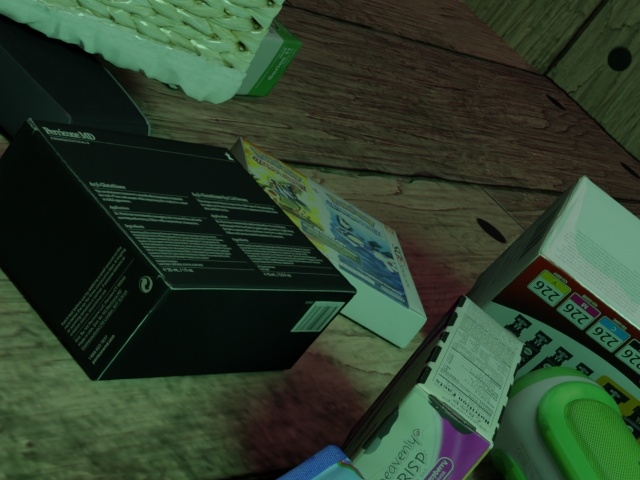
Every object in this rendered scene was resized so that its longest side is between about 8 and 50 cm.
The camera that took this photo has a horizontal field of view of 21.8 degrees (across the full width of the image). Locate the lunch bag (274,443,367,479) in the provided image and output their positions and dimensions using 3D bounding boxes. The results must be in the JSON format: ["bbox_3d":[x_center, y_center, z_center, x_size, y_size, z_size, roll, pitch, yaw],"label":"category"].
[{"bbox_3d":[-0.021,0.258,0.862,0.221,0.138,0.293,45,25,16],"label":"lunch bag"}]

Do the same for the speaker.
[{"bbox_3d":[0.239,0.236,1.394,0.131,0.131,0.296,27,22,-31],"label":"speaker"}]

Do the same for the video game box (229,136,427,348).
[{"bbox_3d":[0.000,0.000,1.629,0.205,0.048,0.187,31,17,-22],"label":"video game box"}]

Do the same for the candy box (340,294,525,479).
[{"bbox_3d":[0.070,0.147,1.231,0.071,0.159,0.233,38,19,2],"label":"candy box"}]

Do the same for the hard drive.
[{"bbox_3d":[-0.271,-0.164,1.493,0.254,0.054,0.172,45,19,19],"label":"hard drive"}]

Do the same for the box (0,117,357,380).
[{"bbox_3d":[-0.119,0.009,1.294,0.184,0.103,0.261,50,22,23],"label":"box"}]

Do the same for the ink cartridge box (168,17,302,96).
[{"bbox_3d":[-0.139,-0.243,1.876,0.153,0.087,0.208,44,20,18],"label":"ink cartridge box"}]

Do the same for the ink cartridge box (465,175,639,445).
[{"bbox_3d":[0.288,0.134,1.645,0.309,0.272,0.130,37,49,-2],"label":"ink cartridge box"}]

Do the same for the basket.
[{"bbox_3d":[-0.191,-0.356,1.564,0.331,0.266,0.328,20,27,-36],"label":"basket"}]
